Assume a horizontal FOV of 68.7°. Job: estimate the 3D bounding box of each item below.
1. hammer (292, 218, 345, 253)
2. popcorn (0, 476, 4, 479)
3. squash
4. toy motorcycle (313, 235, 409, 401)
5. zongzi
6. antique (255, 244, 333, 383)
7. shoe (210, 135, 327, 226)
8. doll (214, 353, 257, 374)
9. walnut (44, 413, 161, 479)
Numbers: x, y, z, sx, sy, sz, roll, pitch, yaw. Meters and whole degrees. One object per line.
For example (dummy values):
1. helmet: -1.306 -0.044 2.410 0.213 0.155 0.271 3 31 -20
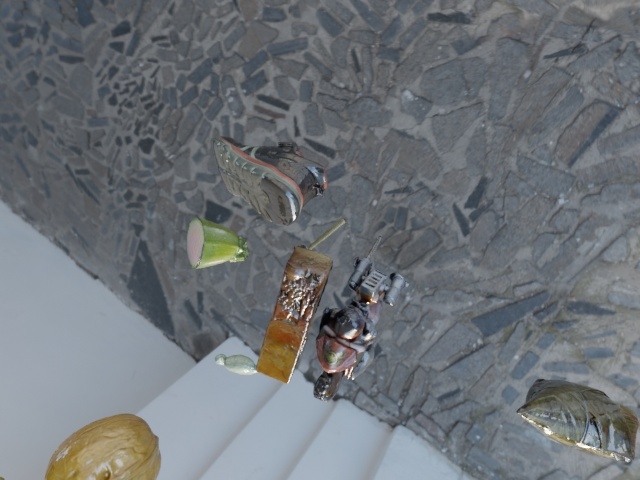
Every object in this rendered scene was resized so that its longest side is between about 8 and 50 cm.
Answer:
1. hammer: 0.000 0.000 1.476 0.199 0.013 0.062 -39 46 2
2. popcorn: -0.745 0.517 0.899 0.204 0.221 0.183 -15 143 27
3. squash: -0.197 0.009 0.965 0.105 0.132 0.105 -11 77 56
4. toy motorcycle: 0.091 0.147 1.023 0.134 0.401 0.207 23 141 18
5. zongzi: 0.510 0.383 1.082 0.299 0.286 0.139 13 84 -13
6. antique: -0.059 0.161 0.993 0.087 0.093 0.310 21 123 4
7. shoe: -0.094 -0.133 0.836 0.291 0.137 0.114 33 144 41
8. doll: -0.305 0.478 1.796 0.213 0.072 0.103 3 150 19
9. walnut: -0.451 0.476 0.984 0.193 0.225 0.193 35 132 51
